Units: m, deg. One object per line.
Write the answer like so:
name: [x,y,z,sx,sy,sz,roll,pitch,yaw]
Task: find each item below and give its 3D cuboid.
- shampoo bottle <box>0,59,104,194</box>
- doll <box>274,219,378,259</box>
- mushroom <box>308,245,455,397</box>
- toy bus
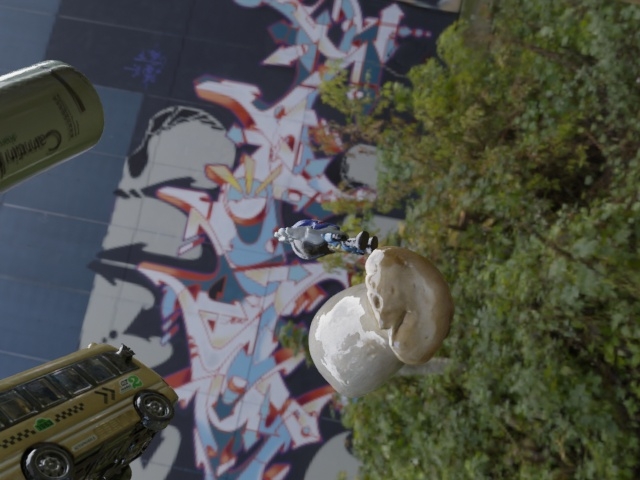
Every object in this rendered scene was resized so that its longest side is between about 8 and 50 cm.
shampoo bottle: [-0.280,-0.061,0.502,0.262,0.085,0.085,-47,-28,-51]
doll: [0.000,0.000,1.129,0.096,0.195,0.070,33,-113,-53]
mushroom: [0.046,0.080,0.598,0.212,0.088,0.096,134,155,-62]
toy bus: [-0.373,0.274,0.932,0.177,0.202,0.365,-54,-15,18]
